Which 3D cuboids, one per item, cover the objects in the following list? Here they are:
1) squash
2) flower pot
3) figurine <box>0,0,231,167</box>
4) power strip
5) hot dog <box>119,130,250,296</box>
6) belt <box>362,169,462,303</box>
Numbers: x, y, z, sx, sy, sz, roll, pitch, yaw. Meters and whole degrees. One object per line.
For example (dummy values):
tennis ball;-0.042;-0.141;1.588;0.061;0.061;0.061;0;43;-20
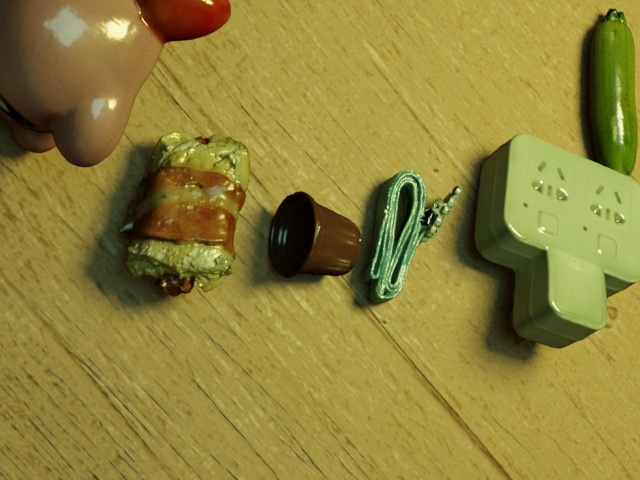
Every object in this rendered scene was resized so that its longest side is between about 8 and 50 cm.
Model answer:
squash;0.416;-0.211;1.981;0.069;0.069;0.258;4;79;-22
flower pot;0.000;0.000;1.759;0.089;0.111;0.111;13;76;-32
figurine;-0.290;-0.243;1.586;0.211;0.269;0.261;43;77;-35
power strip;0.314;0.018;1.883;0.229;0.141;0.261;19;60;-19
hot dog;-0.160;-0.032;1.699;0.146;0.103;0.213;14;65;2
belt;0.113;0.001;1.824;0.100;0.065;0.179;19;76;-9
